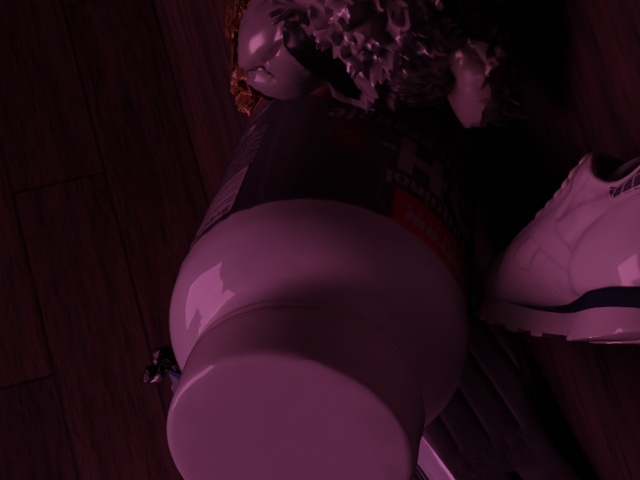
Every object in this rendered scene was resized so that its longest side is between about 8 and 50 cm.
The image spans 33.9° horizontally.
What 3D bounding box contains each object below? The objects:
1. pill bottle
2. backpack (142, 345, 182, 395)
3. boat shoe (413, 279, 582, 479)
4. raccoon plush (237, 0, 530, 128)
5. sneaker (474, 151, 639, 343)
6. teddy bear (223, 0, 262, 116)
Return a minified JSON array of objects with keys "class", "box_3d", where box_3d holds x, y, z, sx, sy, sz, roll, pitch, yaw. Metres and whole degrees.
[{"class":"pill bottle","box_3d":[0.007,0.021,0.658,0.319,0.176,0.176,-75,-18,-55]},{"class":"backpack","box_3d":[-0.033,0.186,1.199,0.263,0.276,0.213,169,82,-73]},{"class":"boat shoe","box_3d":[0.105,0.156,0.765,0.119,0.121,0.335,95,156,-49]},{"class":"raccoon plush","box_3d":[0.062,-0.232,0.502,0.446,0.299,0.216,-38,35,47]},{"class":"sneaker","box_3d":[0.143,0.006,0.536,0.235,0.090,0.095,161,112,-79]},{"class":"teddy bear","box_3d":[-0.020,-0.224,0.894,0.338,0.113,0.245,163,109,-81]}]
